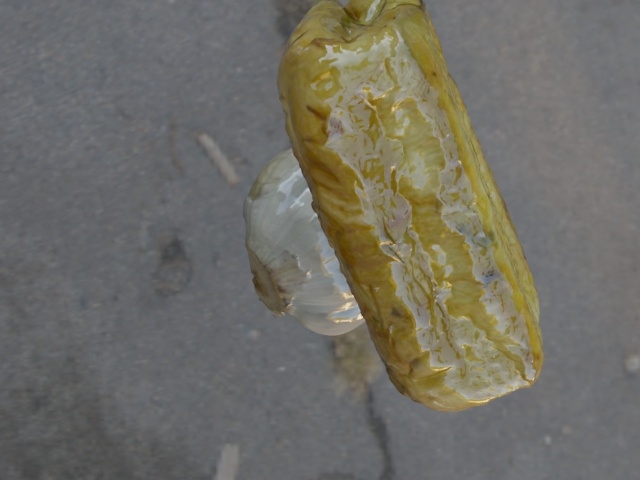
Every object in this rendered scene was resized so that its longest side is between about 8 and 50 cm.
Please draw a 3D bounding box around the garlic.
[{"bbox_3d":[0.005,-0.001,0.780,0.094,0.074,0.113,-29,111,-14],"label":"garlic"}]

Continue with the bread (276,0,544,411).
[{"bbox_3d":[0.046,-0.020,0.651,0.114,0.083,0.211,-73,144,-62],"label":"bread"}]
